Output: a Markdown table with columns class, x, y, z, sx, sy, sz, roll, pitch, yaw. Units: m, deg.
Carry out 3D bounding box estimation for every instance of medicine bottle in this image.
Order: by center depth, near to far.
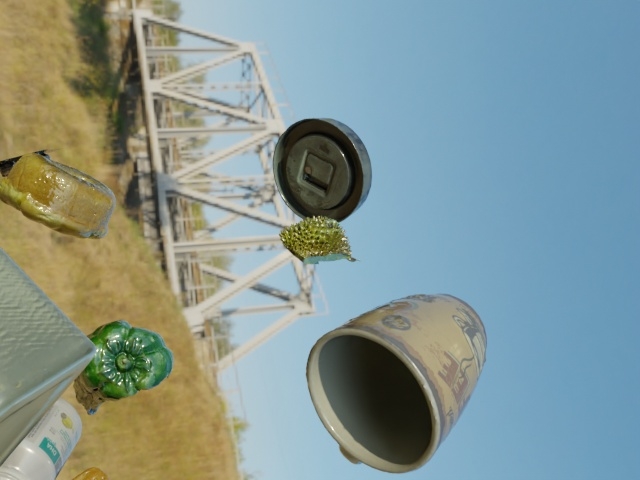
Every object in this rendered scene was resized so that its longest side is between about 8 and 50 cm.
| class | x | y | z | sx | sy | sz | roll | pitch | yaw |
| --- | --- | --- | --- | --- | --- | --- | --- | --- | --- |
| medicine bottle | -0.525 | 0.384 | 1.269 | 0.215 | 0.135 | 0.135 | -77 | 172 | -63 |

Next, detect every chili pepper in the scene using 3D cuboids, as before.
| class | x | y | z | sx | sy | sz | roll | pitch | yaw |
| --- | --- | --- | --- | --- | --- | --- | --- | --- | --- |
| chili pepper | -0.431 | 0.258 | 1.531 | 0.167 | 0.213 | 0.385 | 67 | -21 | 7 |

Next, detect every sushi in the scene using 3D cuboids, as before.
| class | x | y | z | sx | sy | sz | roll | pitch | yaw |
| --- | --- | --- | --- | --- | --- | --- | --- | --- | --- |
| sushi | -0.754 | -0.189 | 1.813 | 0.279 | 0.193 | 0.043 | -156 | -130 | -75 |

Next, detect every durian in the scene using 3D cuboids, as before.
| class | x | y | z | sx | sy | sz | roll | pitch | yaw |
| --- | --- | --- | --- | --- | --- | --- | --- | --- | --- |
| durian | 0.003 | -0.010 | 1.554 | 0.137 | 0.221 | 0.095 | 45 | -74 | 26 |

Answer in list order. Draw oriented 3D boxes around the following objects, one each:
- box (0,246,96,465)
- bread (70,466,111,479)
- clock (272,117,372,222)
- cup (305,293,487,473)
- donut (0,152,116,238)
| class | x | y | z | sx | sy | sz | roll | pitch | yaw |
| --- | --- | --- | --- | --- | --- | --- | --- | --- | --- |
| box | -0.434 | 0.099 | 0.628 | 0.352 | 0.344 | 0.177 | -47 | 176 | 20 |
| bread | -0.542 | 0.580 | 1.469 | 0.139 | 0.271 | 0.077 | 24 | -52 | 30 |
| clock | 0.004 | -0.204 | 2.097 | 0.319 | 0.066 | 0.318 | 13 | -66 | 31 |
| cup | 0.132 | 0.224 | 1.120 | 0.227 | 0.257 | 0.301 | 38 | -53 | 24 |
| donut | -0.565 | -0.093 | 1.578 | 0.128 | 0.209 | 0.261 | -61 | 166 | 1 |
